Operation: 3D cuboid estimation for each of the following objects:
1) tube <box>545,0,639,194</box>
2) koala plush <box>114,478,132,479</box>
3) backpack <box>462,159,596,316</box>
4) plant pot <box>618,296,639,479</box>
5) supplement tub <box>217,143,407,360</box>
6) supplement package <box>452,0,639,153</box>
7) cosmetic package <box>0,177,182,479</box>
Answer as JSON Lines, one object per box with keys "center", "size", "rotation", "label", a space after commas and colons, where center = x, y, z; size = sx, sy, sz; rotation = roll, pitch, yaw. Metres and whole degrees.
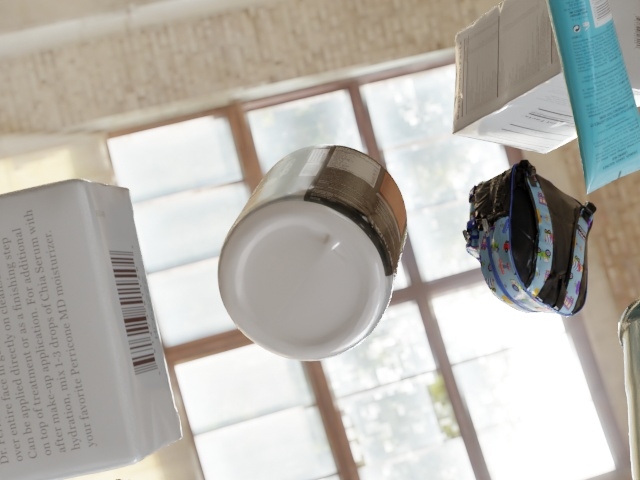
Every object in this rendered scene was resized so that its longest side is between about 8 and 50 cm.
{"center": [0.251, -0.151, 1.351], "size": [0.052, 0.080, 0.207], "rotation": [28, -41, 66], "label": "tube"}
{"center": [-0.207, 0.402, 1.548], "size": [0.203, 0.221, 0.196], "rotation": [29, -60, 13], "label": "koala plush"}
{"center": [0.252, 0.015, 1.804], "size": [0.117, 0.158, 0.173], "rotation": [-25, -132, 41], "label": "backpack"}
{"center": [0.325, 0.176, 0.937], "size": [0.271, 0.272, 0.255], "rotation": [116, -20, -67], "label": "plant pot"}
{"center": [0.000, 0.000, 1.725], "size": [0.316, 0.194, 0.193], "rotation": [-64, 146, -72], "label": "supplement tub"}
{"center": [0.267, -0.204, 1.706], "size": [0.244, 0.134, 0.139], "rotation": [153, -56, -63], "label": "supplement package"}
{"center": [-0.366, 0.108, 1.221], "size": [0.161, 0.453, 0.230], "rotation": [8, 71, -83], "label": "cosmetic package"}
